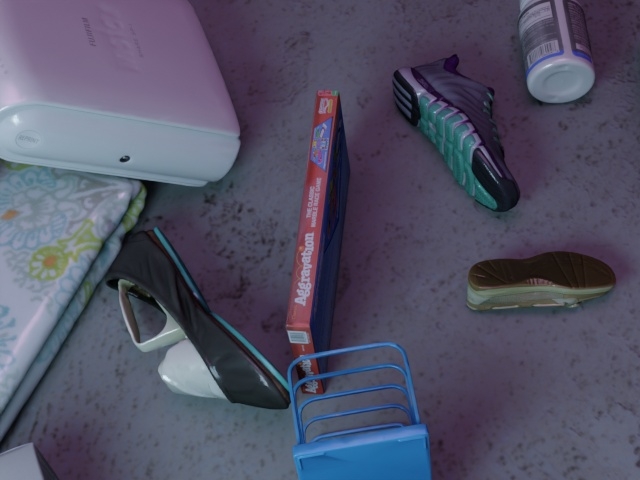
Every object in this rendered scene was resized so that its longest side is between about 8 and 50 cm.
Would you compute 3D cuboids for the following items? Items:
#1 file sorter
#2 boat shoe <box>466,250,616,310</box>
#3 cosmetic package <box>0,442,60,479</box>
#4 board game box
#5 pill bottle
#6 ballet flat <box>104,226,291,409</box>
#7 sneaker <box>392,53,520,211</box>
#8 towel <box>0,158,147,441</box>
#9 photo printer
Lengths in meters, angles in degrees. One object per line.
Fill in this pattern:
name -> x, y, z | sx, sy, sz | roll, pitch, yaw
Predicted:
file sorter -> 0.036, 0.184, 1.245 | 0.118, 0.170, 0.104 | -10, 54, 0
boat shoe -> 0.228, 0.048, 1.392 | 0.153, 0.048, 0.056 | -5, 45, -5
cosmetic package -> -0.258, 0.320, 1.216 | 0.107, 0.127, 0.238 | -19, 59, -6
board game box -> 0.000, 0.000, 1.381 | 0.027, 0.145, 0.281 | 3, 57, 7
pill bottle -> 0.268, -0.233, 1.542 | 0.078, 0.078, 0.137 | -4, 57, 3
ballet flat -> -0.134, 0.099, 1.372 | 0.096, 0.095, 0.280 | -39, 51, -7
sneaker -> 0.173, -0.131, 1.486 | 0.098, 0.083, 0.224 | -26, 58, -16
towel -> -0.409, 0.040, 1.437 | 0.320, 0.090, 0.374 | 20, 62, 15
photo printer -> -0.260, -0.187, 1.461 | 0.307, 0.107, 0.256 | 7, 46, -35
